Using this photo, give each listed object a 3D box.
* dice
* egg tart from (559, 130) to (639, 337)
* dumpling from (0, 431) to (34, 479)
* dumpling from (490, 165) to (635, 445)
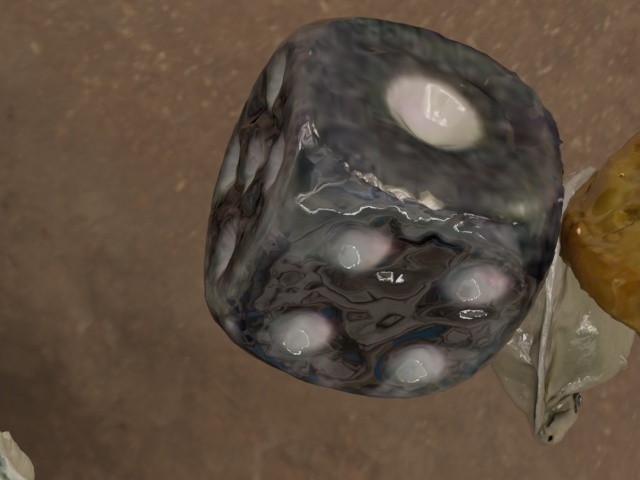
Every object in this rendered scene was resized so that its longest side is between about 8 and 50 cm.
[{"bbox_3d":[0.036,-0.020,0.941,0.182,0.181,0.183,18,132,-16],"label":"dice"},{"bbox_3d":[0.362,0.039,0.909,0.443,0.443,0.178,6,111,18],"label":"egg tart"},{"bbox_3d":[-0.199,0.219,0.991,0.108,0.127,0.188,-16,79,-14],"label":"dumpling"},{"bbox_3d":[0.227,0.065,1.528,0.163,0.204,0.293,12,97,44],"label":"dumpling"}]
